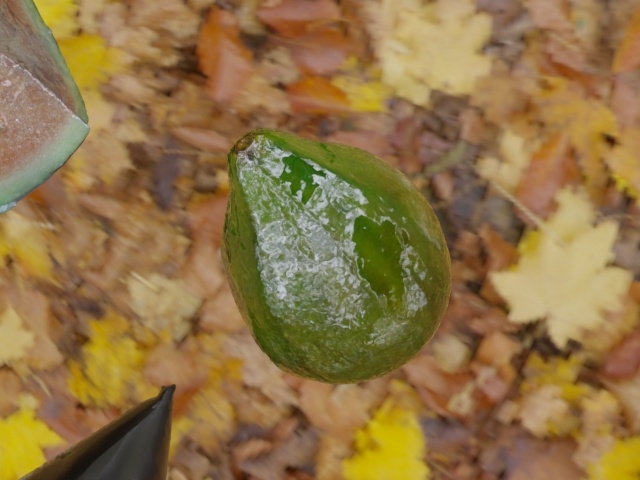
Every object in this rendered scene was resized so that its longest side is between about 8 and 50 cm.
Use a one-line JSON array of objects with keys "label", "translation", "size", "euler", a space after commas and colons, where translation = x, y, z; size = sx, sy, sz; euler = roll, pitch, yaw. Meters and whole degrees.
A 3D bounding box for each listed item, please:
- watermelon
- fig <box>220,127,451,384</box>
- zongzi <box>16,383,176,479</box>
[{"label": "watermelon", "translation": [-0.263, -0.074, 1.331], "size": [0.231, 0.128, 0.146], "euler": [-38, 99, -12]}, {"label": "fig", "translation": [0.000, 0.000, 1.043], "size": [0.123, 0.123, 0.156], "euler": [-44, 143, -7]}, {"label": "zongzi", "translation": [-0.181, 0.287, 1.284], "size": [0.362, 0.319, 0.383], "euler": [-37, 67, -2]}]
